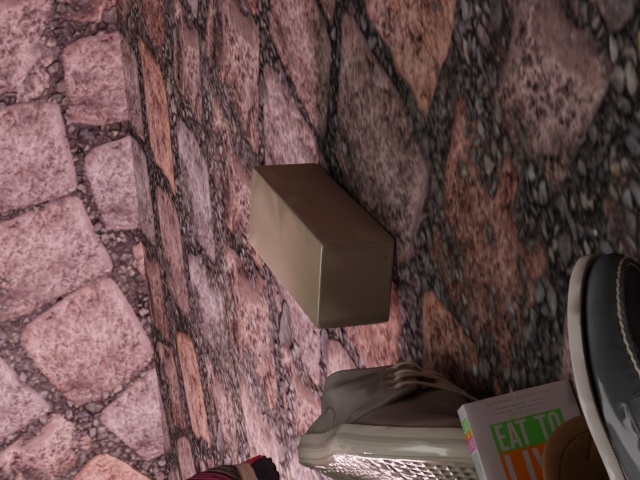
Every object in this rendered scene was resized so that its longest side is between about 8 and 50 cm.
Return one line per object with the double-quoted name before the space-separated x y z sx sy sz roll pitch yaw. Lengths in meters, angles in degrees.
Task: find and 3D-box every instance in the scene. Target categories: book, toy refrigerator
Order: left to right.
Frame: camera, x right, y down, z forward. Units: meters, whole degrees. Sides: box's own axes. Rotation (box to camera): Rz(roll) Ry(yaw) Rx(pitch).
"toy refrigerator" 0.000 0.000 1.770 0.269 0.094 0.102 -134 43 -62
"book" 0.177 0.194 1.252 0.035 0.096 0.144 113 143 -63

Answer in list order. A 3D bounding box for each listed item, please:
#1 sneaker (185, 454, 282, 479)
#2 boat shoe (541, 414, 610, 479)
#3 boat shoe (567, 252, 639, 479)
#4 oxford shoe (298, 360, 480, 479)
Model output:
"sneaker" -0.076 0.355 1.727 0.299 0.112 0.120 -130 36 -62
"boat shoe" 0.230 0.302 1.120 0.123 0.123 0.342 91 166 -63
"boat shoe" 0.249 0.146 1.030 0.099 0.116 0.319 -25 62 30
"oxford shoe" 0.090 0.181 1.492 0.130 0.169 0.449 -67 12 -12
